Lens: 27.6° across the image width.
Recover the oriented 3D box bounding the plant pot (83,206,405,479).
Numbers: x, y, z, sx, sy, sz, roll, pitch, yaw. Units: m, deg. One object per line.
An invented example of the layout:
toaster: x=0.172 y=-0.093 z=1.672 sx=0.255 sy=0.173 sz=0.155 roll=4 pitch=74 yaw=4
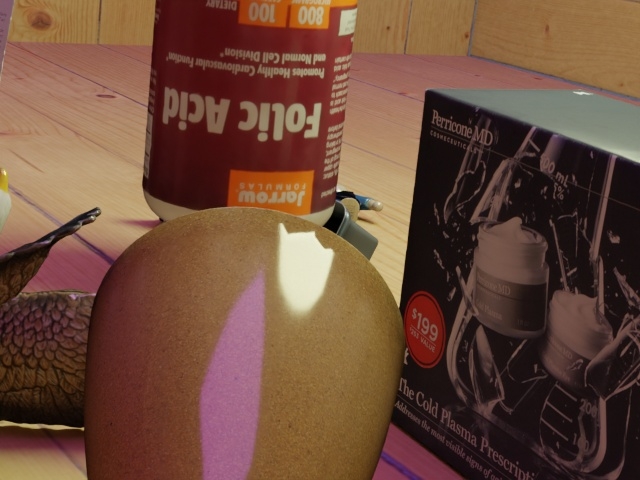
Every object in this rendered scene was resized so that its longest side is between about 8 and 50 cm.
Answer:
plant pot: x=-0.060 y=0.139 z=0.865 sx=0.237 sy=0.237 sz=0.254 roll=6 pitch=29 yaw=-1

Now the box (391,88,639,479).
box: x=0.226 y=0.058 z=1.058 sx=0.179 sy=0.312 sz=0.343 roll=-2 pitch=17 yaw=-29

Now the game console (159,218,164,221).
game console: x=-0.142 y=-0.055 z=1.746 sx=0.144 sy=0.085 sz=0.124 roll=14 pitch=17 yaw=22

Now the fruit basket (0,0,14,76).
fruit basket: x=-0.455 y=-0.132 z=1.399 sx=0.327 sy=0.353 sz=0.165 roll=16 pitch=3 yaw=33

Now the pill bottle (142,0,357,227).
pill bottle: x=-0.084 y=-0.130 z=1.461 sx=0.224 sy=0.392 sz=0.224 roll=6 pitch=15 yaw=-2

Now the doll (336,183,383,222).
doll: x=0.026 y=-0.050 z=1.872 sx=0.129 sy=0.046 sz=0.189 roll=-3 pitch=9 yaw=0

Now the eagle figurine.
eagle figurine: x=-0.280 y=0.048 z=1.048 sx=0.298 sy=0.225 sz=0.226 roll=19 pitch=23 yaw=31

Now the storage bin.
storage bin: x=0.000 y=0.000 z=1.621 sx=0.091 sy=0.098 sz=0.135 roll=30 pitch=-5 yaw=-42
